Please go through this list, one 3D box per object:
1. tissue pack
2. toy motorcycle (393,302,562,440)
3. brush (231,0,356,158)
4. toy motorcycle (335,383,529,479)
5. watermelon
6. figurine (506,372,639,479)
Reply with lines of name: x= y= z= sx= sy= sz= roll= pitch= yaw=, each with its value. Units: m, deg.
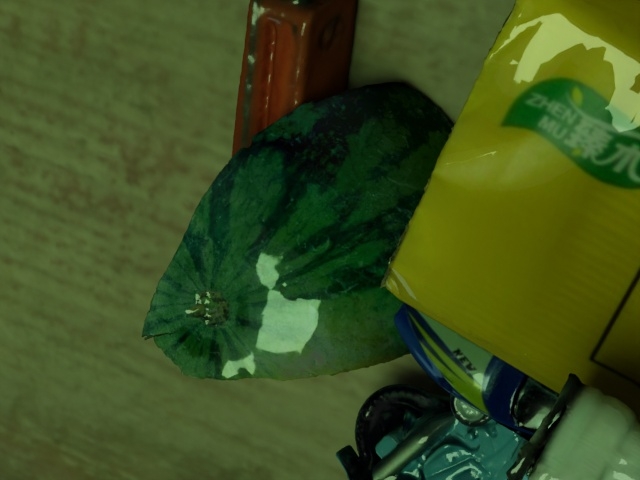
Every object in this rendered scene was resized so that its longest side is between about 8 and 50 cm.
tissue pack: x=0.269 y=-0.015 z=0.805 sx=0.382 sy=0.293 sz=0.228 roll=29 pitch=130 yaw=11
toy motorcycle: x=0.181 y=0.121 z=0.901 sx=0.315 sy=0.169 sz=0.113 roll=32 pitch=86 yaw=15
brush: x=-0.023 y=-0.067 z=1.057 sx=0.051 sy=0.070 sz=0.323 roll=20 pitch=122 yaw=21
toy motorcycle: x=0.141 y=0.166 z=1.066 sx=0.272 sy=0.123 sz=0.182 roll=-12 pitch=94 yaw=31
watermelon: x=0.006 y=-0.009 z=1.009 sx=0.128 sy=0.231 sz=0.146 roll=26 pitch=132 yaw=56
figurine: x=0.200 y=0.139 z=0.688 sx=0.245 sy=0.138 sz=0.110 roll=30 pitch=83 yaw=15
